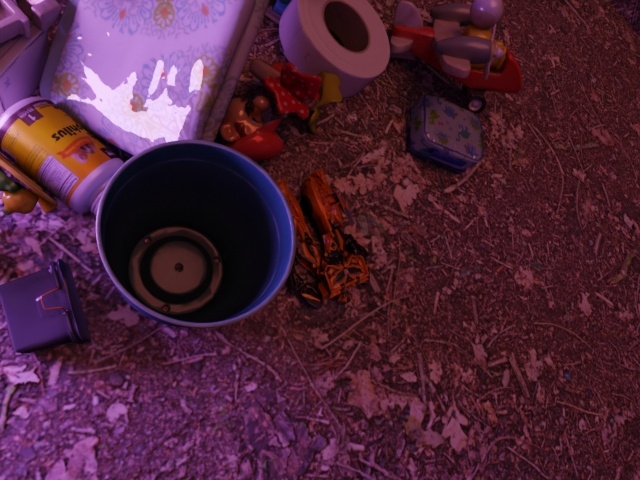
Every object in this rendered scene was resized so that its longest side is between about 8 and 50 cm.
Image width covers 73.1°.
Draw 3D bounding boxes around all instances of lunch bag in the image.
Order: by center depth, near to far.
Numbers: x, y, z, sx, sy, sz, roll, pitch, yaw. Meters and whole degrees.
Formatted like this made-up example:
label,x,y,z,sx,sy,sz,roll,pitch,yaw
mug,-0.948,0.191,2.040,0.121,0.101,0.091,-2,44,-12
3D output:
label,x,y,z,sx,sy,sz,roll,pitch,yaw
lunch bag,0.348,-0.295,1.206,0.219,0.090,0.176,15,65,-22

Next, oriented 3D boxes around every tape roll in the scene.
label,x,y,z,sx,sy,sz,roll,pitch,yaw
tape roll,0.039,-0.516,1.101,0.286,0.100,0.286,11,70,-32

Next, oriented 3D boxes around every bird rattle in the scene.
label,x,y,z,sx,sy,sz,roll,pitch,yaw
bird rattle,-0.072,-0.329,0.953,0.207,0.143,0.253,35,24,17

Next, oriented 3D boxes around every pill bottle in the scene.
label,x,y,z,sx,sy,sz,roll,pitch,yaw
pill bottle,-0.420,-0.129,0.731,0.215,0.117,0.117,41,59,-9

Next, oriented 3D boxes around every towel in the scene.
label,x,y,z,sx,sy,sz,roll,pitch,yaw
towel,-0.284,-0.333,0.728,0.320,0.090,0.374,28,101,13

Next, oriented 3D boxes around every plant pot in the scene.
label,x,y,z,sx,sy,sz,roll,pitch,yaw
plant pot,-0.211,0.020,0.704,0.271,0.255,0.272,9,69,-24

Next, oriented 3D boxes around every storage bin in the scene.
label,x,y,z,sx,sy,sz,roll,pitch,yaw
storage bin,-0.426,0.108,0.663,0.091,0.098,0.135,-19,82,-21

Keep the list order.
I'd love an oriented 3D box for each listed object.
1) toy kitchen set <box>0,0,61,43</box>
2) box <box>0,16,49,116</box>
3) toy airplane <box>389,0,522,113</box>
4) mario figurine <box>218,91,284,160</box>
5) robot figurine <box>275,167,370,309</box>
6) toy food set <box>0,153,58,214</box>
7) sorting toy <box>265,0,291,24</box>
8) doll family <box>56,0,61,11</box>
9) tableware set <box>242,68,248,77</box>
label,x,y,z,sx,sy,sz,roll,pitch,yaw
toy kitchen set,-0.497,-0.364,0.600,0.122,0.166,0.207,43,59,-9
box,-0.632,-0.351,0.697,0.311,0.121,0.148,29,61,-16
toy airplane,0.380,-0.572,1.212,0.384,0.272,0.386,-12,60,-41
mario figurine,-0.190,-0.302,0.885,0.320,0.170,0.198,44,57,-6
robot figurine,0.000,0.000,0.922,0.211,0.085,0.291,-22,83,-31
toy food set,-0.525,-0.108,0.673,0.218,0.128,0.071,41,74,-7
sorting toy,-0.117,-0.657,1.124,0.208,0.038,0.193,22,64,-19
doll family,-0.578,-0.475,0.803,0.193,0.076,0.111,-9,72,-35
tableware set,-0.224,-0.412,0.941,0.141,0.020,0.169,18,28,-32
